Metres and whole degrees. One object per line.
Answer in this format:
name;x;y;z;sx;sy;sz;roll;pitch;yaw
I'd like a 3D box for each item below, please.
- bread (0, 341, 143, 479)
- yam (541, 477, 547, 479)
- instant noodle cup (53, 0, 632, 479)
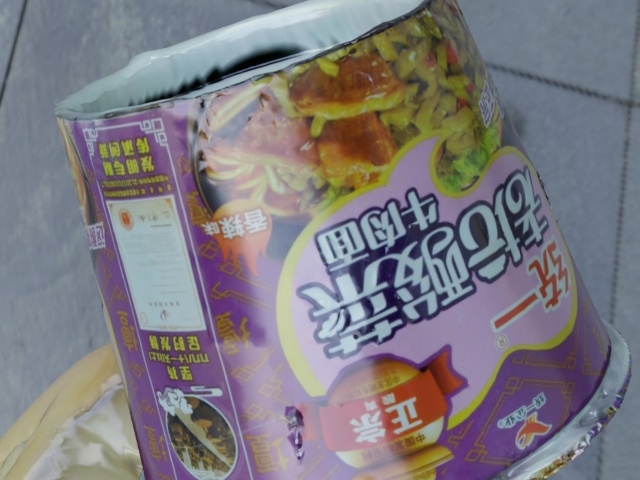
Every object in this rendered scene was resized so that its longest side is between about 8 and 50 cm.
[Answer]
bread;-0.153;0.310;1.256;0.376;0.253;0.348;36;77;-18
yam;0.206;0.228;1.314;0.032;0.032;0.145;49;42;3
instant noodle cup;0.000;0.000;0.839;0.340;0.340;0.266;-26;109;-22
